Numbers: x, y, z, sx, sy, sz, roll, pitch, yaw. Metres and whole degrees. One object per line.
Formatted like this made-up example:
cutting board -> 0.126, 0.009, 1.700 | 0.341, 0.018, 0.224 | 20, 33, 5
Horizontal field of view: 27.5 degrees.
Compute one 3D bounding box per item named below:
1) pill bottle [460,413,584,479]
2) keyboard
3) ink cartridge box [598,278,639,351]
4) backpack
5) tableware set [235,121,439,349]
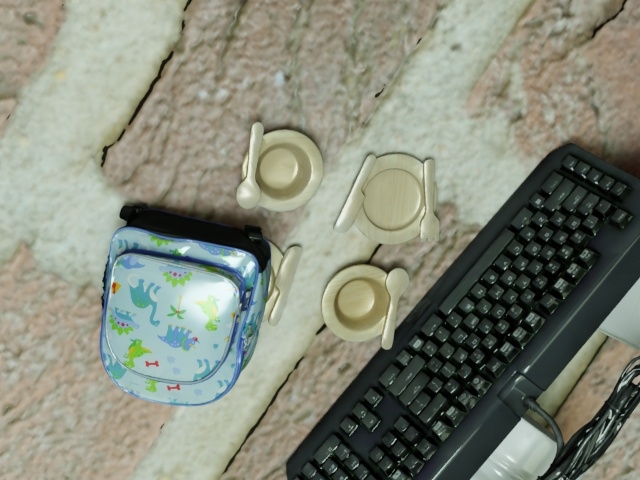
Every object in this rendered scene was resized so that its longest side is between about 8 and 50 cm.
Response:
pill bottle -> 0.084, 0.208, 0.902 | 0.119, 0.119, 0.208 | 35, 92, -20
keyboard -> 0.118, 0.090, 0.845 | 0.317, 0.201, 0.033 | -51, 135, 0
ink cartridge box -> 0.297, 0.025, 0.912 | 0.191, 0.082, 0.139 | 16, 98, -34
backpack -> -0.090, 0.048, 0.829 | 0.105, 0.084, 0.114 | 11, 110, 6
tableware set -> 0.000, 0.000, 0.882 | 0.169, 0.020, 0.141 | 11, 100, -17
